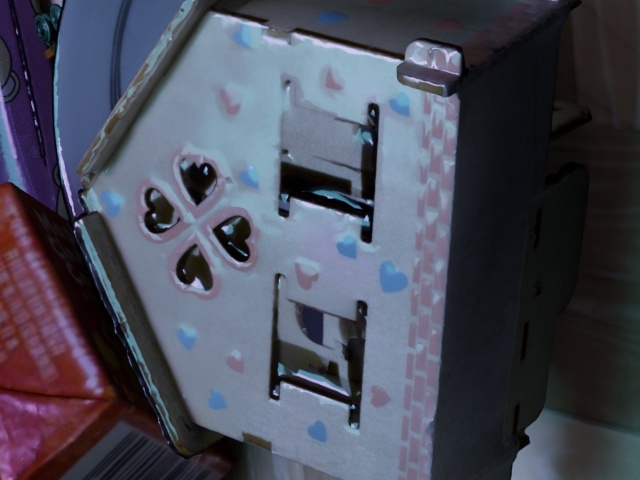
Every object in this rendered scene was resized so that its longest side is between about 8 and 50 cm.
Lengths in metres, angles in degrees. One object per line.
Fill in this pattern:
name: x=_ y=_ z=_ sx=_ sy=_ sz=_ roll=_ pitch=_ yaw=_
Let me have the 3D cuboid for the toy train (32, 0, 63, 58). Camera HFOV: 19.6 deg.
toy train: x=-0.185 y=-0.160 z=1.447 sx=0.103 sy=0.044 sz=0.064 roll=-20 pitch=94 yaw=59

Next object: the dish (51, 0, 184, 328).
dish: x=-0.074 y=-0.070 z=1.238 sx=0.316 sy=0.106 sz=0.316 roll=25 pitch=120 yaw=55

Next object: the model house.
model house: x=0.000 y=0.000 z=0.997 sx=0.244 sy=0.169 sz=0.326 roll=16 pitch=116 yaw=28

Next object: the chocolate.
chocolate: x=-0.183 y=0.089 z=1.362 sx=0.108 sy=0.237 sz=0.235 roll=-36 pitch=61 yaw=9

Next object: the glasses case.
glasses case: x=-0.271 y=-0.135 z=1.556 sx=0.123 sy=0.076 sz=0.316 roll=-10 pitch=92 yaw=59
